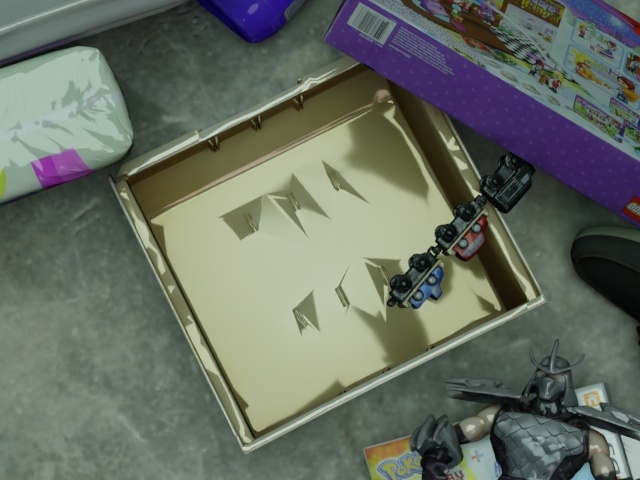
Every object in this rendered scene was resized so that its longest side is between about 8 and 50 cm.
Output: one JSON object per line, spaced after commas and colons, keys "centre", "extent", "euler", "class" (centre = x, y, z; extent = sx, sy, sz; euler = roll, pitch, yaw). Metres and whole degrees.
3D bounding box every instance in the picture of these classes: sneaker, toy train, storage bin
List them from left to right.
{"centre": [0.000, 0.000, 1.345], "extent": [0.262, 0.123, 0.260], "euler": [-27, 82, -4], "class": "storage bin"}
{"centre": [0.109, -0.004, 1.274], "extent": [0.036, 0.027, 0.158], "euler": [43, 82, -5], "class": "toy train"}
{"centre": [0.281, 0.081, 1.333], "extent": [0.222, 0.083, 0.118], "euler": [31, 68, 16], "class": "sneaker"}

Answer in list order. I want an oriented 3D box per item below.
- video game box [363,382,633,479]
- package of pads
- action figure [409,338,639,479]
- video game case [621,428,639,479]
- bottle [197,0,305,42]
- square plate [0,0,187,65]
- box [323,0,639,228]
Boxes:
{"centre": [0.156, 0.228, 1.326], "extent": [0.205, 0.048, 0.187], "euler": [-17, 77, 10], "class": "video game box"}
{"centre": [-0.294, -0.065, 1.300], "extent": [0.296, 0.229, 0.101], "euler": [-20, 96, -4], "class": "package of pads"}
{"centre": [0.152, 0.213, 1.256], "extent": [0.185, 0.099, 0.285], "euler": [11, 81, 24], "class": "action figure"}
{"centre": [0.358, 0.245, 1.348], "extent": [0.232, 0.042, 0.210], "euler": [-7, 81, -2], "class": "video game case"}
{"centre": [-0.004, -0.303, 1.399], "extent": [0.118, 0.092, 0.283], "euler": [40, 88, 10], "class": "bottle"}
{"centre": [-0.221, -0.231, 1.324], "extent": [0.347, 0.344, 0.049], "euler": [-19, 123, -4], "class": "square plate"}
{"centre": [0.162, -0.150, 1.324], "extent": [0.293, 0.057, 0.201], "euler": [31, 38, -4], "class": "box"}
